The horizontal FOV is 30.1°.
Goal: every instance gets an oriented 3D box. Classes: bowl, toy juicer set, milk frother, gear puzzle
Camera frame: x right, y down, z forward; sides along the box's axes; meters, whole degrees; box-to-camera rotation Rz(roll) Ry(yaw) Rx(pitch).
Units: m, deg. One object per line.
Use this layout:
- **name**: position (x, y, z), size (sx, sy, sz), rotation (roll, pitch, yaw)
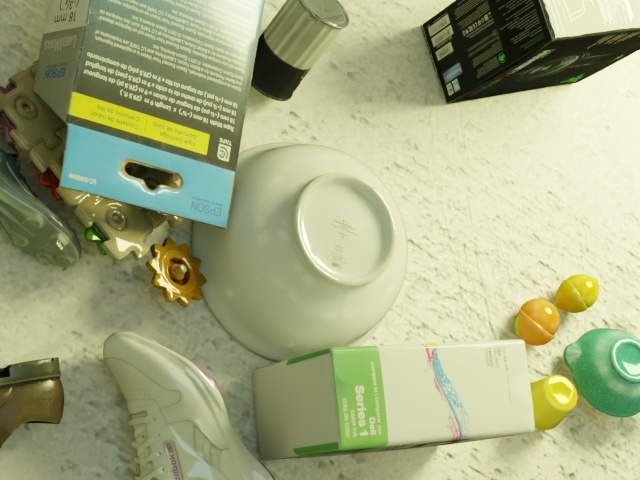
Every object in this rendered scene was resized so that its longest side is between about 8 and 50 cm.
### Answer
- **bowl**: position (0.000, 0.000, 1.478), size (0.297, 0.134, 0.298), rotation (8, 72, -27)
- **toy juicer set**: position (0.413, 0.151, 1.705), size (0.329, 0.089, 0.209), rotation (-4, 66, -22)
- **milk frother**: position (-0.060, -0.278, 1.518), size (0.143, 0.135, 0.129), rotation (26, 35, -24)
- **gear puzzle**: position (-0.247, -0.062, 1.397), size (0.339, 0.044, 0.175), rotation (52, 38, -9)

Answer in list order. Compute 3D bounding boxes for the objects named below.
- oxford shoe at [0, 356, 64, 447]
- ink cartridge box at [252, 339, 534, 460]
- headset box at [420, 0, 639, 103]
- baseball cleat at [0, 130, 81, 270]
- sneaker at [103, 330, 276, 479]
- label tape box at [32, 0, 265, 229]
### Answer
- **oxford shoe**: position (-0.374, 0.188, 1.246), size (0.227, 0.083, 0.096), rotation (-9, 86, -30)
- **ink cartridge box**: position (0.087, 0.193, 1.433), size (0.278, 0.201, 0.117), rotation (1, 77, -30)
- **headset box**: position (0.335, -0.308, 1.686), size (0.283, 0.246, 0.131), rotation (-13, 82, -33)
- **baseball cleat**: position (-0.342, -0.059, 1.338), size (0.206, 0.072, 0.109), rotation (43, 36, -29)
- **sneaker**: position (-0.161, 0.241, 1.331), size (0.152, 0.114, 0.305), rotation (-38, 96, -33)
- **label tape box**: position (-0.201, -0.199, 1.388), size (0.240, 0.106, 0.334), rotation (15, 82, -42)
